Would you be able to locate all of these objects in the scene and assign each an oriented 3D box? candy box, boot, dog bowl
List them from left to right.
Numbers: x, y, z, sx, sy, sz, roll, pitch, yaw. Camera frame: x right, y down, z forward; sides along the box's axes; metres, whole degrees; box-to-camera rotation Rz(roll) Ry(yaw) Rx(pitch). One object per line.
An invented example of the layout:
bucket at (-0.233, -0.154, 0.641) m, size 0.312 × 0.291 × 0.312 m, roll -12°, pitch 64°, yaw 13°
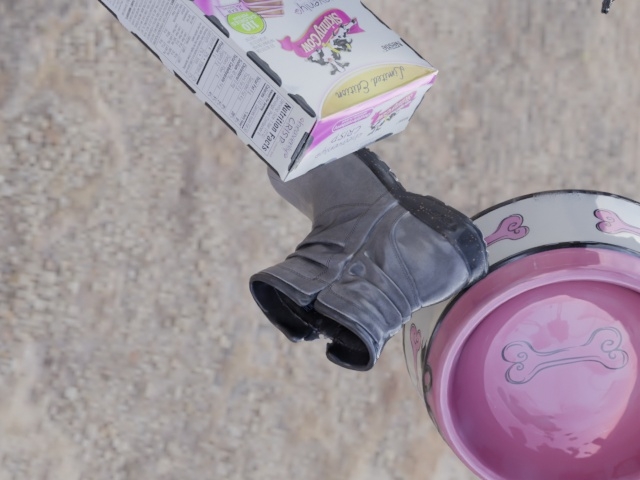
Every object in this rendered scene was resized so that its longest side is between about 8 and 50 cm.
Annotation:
candy box at (-0.044, -0.165, 1.230) m, size 0.159 × 0.233 × 0.071 m, roll -27°, pitch 156°, yaw -47°
boot at (0.000, 0.000, 1.736) m, size 0.223 × 0.338 × 0.118 m, roll -33°, pitch 131°, yaw -29°
dog bowl at (0.306, 0.150, 1.921) m, size 0.150 × 0.408 × 0.408 m, roll -86°, pitch 162°, yaw -62°

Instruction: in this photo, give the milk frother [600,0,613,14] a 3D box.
milk frother at (0.313, -0.249, 1.312) m, size 0.129 × 0.135 × 0.143 m, roll -41°, pitch 148°, yaw -40°
